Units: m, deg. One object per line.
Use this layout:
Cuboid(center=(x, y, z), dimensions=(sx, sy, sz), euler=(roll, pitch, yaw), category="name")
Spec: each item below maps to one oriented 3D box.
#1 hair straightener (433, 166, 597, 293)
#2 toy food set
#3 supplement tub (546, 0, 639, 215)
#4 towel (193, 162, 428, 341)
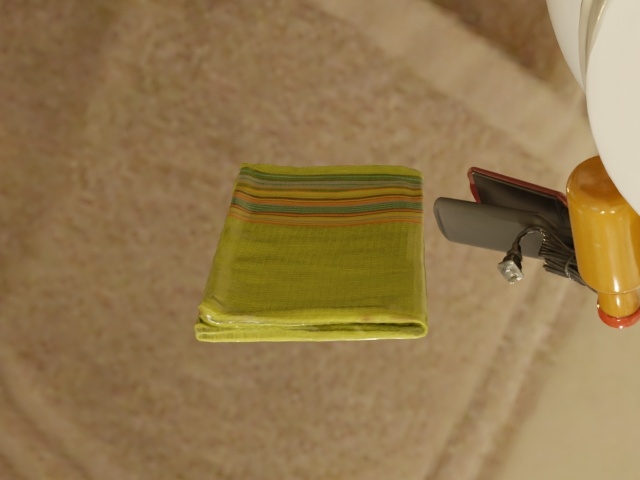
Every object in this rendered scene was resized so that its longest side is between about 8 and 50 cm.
Cuboid(center=(0.163, 0.013, 1.297), dimensions=(0.230, 0.089, 0.047), euler=(24, 142, 40), category="hair straightener")
Cuboid(center=(0.246, -0.017, 0.948), dimensions=(0.111, 0.232, 0.104), euler=(58, 169, 40), category="toy food set")
Cuboid(center=(0.201, -0.153, 0.732), dimensions=(0.228, 0.228, 0.316), euler=(23, -138, -12), category="supplement tub")
Cuboid(center=(0.000, 0.000, 0.909), dimensions=(0.102, 0.021, 0.237), euler=(-2, -163, 3), category="towel")
